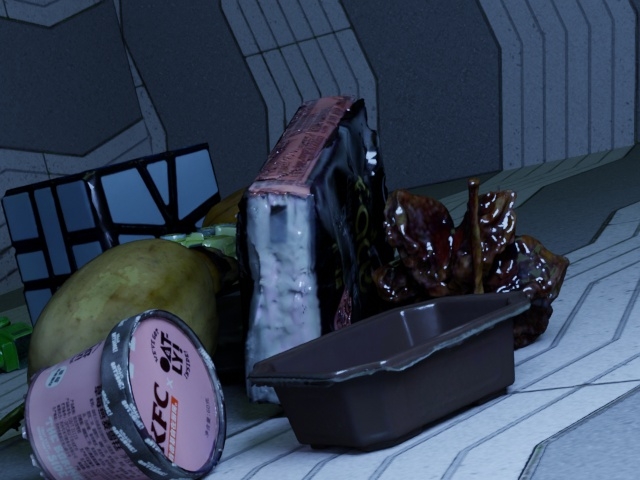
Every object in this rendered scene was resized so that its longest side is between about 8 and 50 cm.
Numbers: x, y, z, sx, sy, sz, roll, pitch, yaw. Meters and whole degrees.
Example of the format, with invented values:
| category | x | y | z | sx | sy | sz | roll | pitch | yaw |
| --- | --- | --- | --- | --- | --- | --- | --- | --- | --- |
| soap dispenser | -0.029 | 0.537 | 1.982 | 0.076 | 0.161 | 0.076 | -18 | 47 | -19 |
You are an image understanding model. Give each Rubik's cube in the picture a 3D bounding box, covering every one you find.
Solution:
| category | x | y | z | sx | sy | sz | roll | pitch | yaw |
| --- | --- | --- | --- | --- | --- | --- | --- | --- | --- |
| Rubik's cube | -0.346 | 0.005 | 2.439 | 0.283 | 0.294 | 0.288 | -12 | 7 | 44 |

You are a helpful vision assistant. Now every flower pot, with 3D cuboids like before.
| category | x | y | z | sx | sy | sz | roll | pitch | yaw |
| --- | --- | --- | --- | --- | --- | --- | --- | --- | --- |
| flower pot | 0.071 | 0.119 | 1.235 | 0.250 | 0.084 | 0.178 | -19 | 8 | -39 |

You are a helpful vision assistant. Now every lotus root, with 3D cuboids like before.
| category | x | y | z | sx | sy | sz | roll | pitch | yaw |
| --- | --- | --- | --- | --- | --- | --- | --- | --- | --- |
| lotus root | -0.186 | 0.087 | 1.485 | 0.182 | 0.183 | 0.310 | -10 | 26 | 38 |

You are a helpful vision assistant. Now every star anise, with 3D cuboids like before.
| category | x | y | z | sx | sy | sz | roll | pitch | yaw |
| --- | --- | --- | --- | --- | --- | --- | --- | --- | --- |
| star anise | 0.140 | 0.042 | 1.404 | 0.190 | 0.220 | 0.126 | -16 | 44 | 44 |

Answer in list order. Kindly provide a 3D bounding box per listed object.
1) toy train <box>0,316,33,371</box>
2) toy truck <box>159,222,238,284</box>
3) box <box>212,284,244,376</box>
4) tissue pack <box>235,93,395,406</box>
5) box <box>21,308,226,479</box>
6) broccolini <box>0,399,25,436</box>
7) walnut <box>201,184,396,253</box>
| category | x | y | z | sx | sy | sz | roll | pitch | yaw |
| --- | --- | --- | --- | --- | --- | --- | --- | --- | --- |
| toy train | -0.564 | 0.190 | 2.189 | 0.251 | 0.085 | 0.119 | -21 | 24 | -33 |
| toy truck | -0.118 | 0.022 | 1.795 | 0.116 | 0.085 | 0.191 | -4 | 4 | 25 |
| box | -0.081 | 0.104 | 1.763 | 0.350 | 0.091 | 0.359 | -8 | 7 | 40 |
| tissue pack | 0.000 | 0.000 | 1.461 | 0.123 | 0.245 | 0.332 | 2 | 21 | 11 |
| box | -0.177 | 0.152 | 1.227 | 0.135 | 0.151 | 0.151 | -22 | 1 | 25 |
| broccolini | -0.305 | 0.191 | 1.575 | 0.123 | 0.062 | 0.271 | -30 | 7 | 30 |
| walnut | -0.019 | 0.001 | 2.098 | 0.336 | 0.209 | 0.209 | -13 | 5 | -8 |
